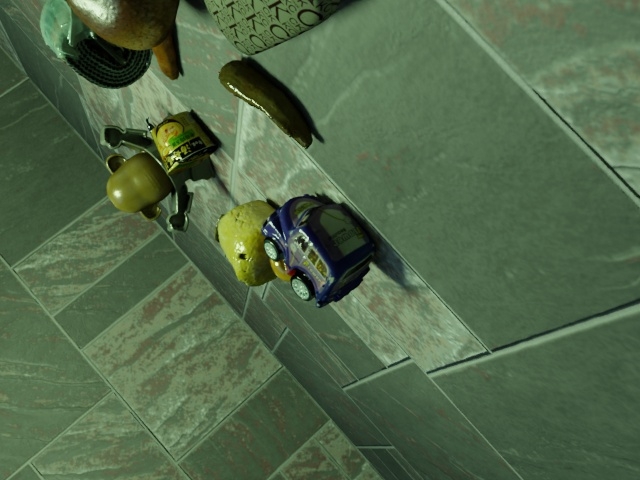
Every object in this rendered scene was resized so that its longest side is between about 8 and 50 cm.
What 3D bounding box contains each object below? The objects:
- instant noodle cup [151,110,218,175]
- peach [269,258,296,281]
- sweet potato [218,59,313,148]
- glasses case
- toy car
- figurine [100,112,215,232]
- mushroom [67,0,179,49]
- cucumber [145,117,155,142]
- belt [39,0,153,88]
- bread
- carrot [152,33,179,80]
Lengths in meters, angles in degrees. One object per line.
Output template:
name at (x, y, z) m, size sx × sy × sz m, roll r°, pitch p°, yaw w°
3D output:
instant noodle cup at (-0.356, -0.254, 1.895) m, size 0.122 × 0.151 × 0.151 m, roll 61°, pitch 163°, yaw 1°
peach at (-0.047, 0.034, 1.725) m, size 0.138 × 0.138 × 0.138 m, roll 44°, pitch 163°, yaw 18°
sweet potato at (-0.101, -0.260, 1.355) m, size 0.233 × 0.062 × 0.081 m, roll 41°, pitch 177°, yaw 14°
glasses case at (-0.080, -0.349, 1.052) m, size 0.137 × 0.085 × 0.355 m, roll 56°, pitch 163°, yaw -18°
toy car at (0.000, 0.000, 1.514) m, size 0.235 × 0.172 × 0.158 m, roll 49°, pitch 147°, yaw 11°
figurine at (-0.460, -0.188, 2.034) m, size 0.342 × 0.285 × 0.167 m, roll 47°, pitch 162°, yaw 4°
mushroom at (-0.368, -0.474, 1.332) m, size 0.263 × 0.195 × 0.283 m, roll 43°, pitch 163°, yaw 1°
cucumber at (-0.502, -0.311, 2.304) m, size 0.043 × 0.039 × 0.163 m, roll -18°, pitch 115°, yaw 49°
belt at (-0.502, -0.470, 1.660) m, size 0.150 × 0.207 × 0.257 m, roll 36°, pitch 176°, yaw 35°
bread at (-0.161, 0.005, 1.862) m, size 0.170 × 0.197 × 0.197 m, roll 45°, pitch 164°, yaw 32°
carrot at (-0.349, -0.427, 1.632) m, size 0.059 × 0.059 × 0.248 m, roll 46°, pitch 166°, yaw 12°
